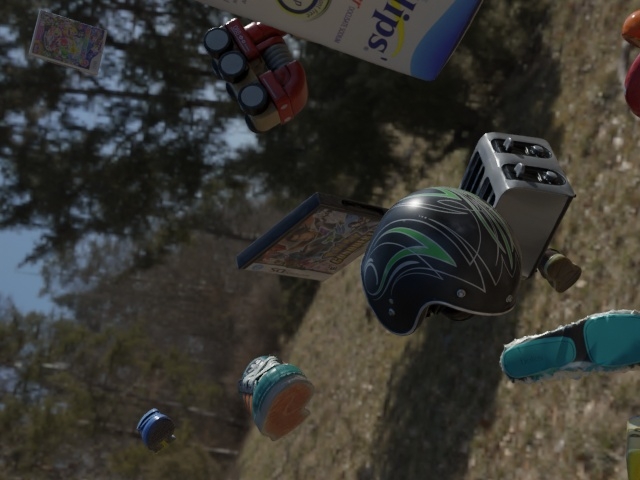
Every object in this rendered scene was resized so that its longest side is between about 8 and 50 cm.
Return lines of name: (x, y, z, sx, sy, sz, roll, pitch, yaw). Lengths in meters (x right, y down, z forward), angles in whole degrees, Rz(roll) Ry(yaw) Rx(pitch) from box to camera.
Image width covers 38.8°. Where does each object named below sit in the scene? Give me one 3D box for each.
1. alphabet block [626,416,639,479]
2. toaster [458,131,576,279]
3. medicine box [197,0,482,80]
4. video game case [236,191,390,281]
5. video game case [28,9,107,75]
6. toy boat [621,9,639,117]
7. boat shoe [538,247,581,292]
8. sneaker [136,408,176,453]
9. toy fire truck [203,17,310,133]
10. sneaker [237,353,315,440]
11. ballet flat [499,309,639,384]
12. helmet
alphabet block: (0.519, 0.347, 1.229, 0.197, 0.192, 0.194, -8, -91, -72)
toaster: (0.274, -0.048, 1.331, 0.168, 0.110, 0.186, -93, 18, -55)
medicine box: (0.001, -0.313, 0.816, 0.264, 0.289, 0.149, -85, 16, -46)
video game case: (0.000, 0.000, 1.914, 0.275, 0.248, 0.035, -37, 56, 37)
video game case: (-0.450, -0.353, 1.625, 0.011, 0.122, 0.087, -22, 57, 63)
toy boat: (0.464, -0.258, 1.188, 0.231, 0.151, 0.151, -45, -36, -22)
boat shoe: (0.381, 0.043, 1.465, 0.049, 0.056, 0.152, 50, -175, 29)
sneaker: (-0.265, 0.297, 1.440, 0.059, 0.053, 0.144, 52, 159, 14)
toy fire truck: (-0.076, -0.352, 1.799, 0.217, 0.246, 0.158, 58, 175, 17)
sneaker: (-0.085, 0.239, 1.463, 0.121, 0.108, 0.302, 51, 165, 16)
ballet flat: (0.618, 0.250, 2.109, 0.147, 0.408, 0.147, 28, -124, -50)
helmet: (0.139, 0.022, 1.010, 0.161, 0.169, 0.169, -41, 28, 41)
